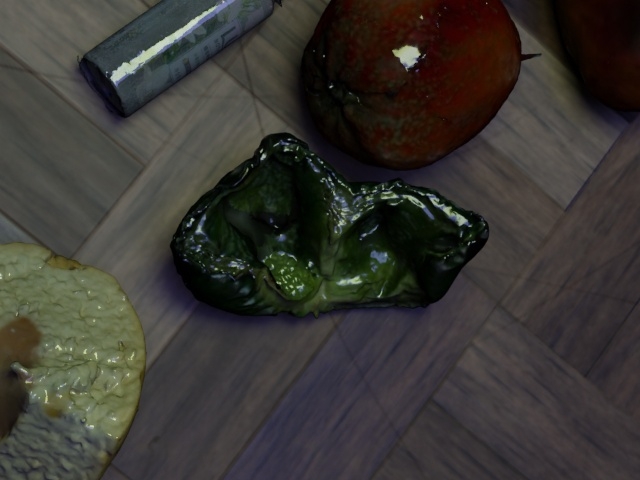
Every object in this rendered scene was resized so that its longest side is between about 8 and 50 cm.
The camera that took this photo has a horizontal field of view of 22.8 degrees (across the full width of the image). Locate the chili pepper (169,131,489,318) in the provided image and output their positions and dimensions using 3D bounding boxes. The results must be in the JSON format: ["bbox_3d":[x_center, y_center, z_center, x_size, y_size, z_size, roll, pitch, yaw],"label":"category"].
[{"bbox_3d":[-0.004,-0.006,1.370,0.264,0.148,0.116,-1,56,-16],"label":"chili pepper"}]

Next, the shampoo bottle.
[{"bbox_3d":[-0.104,-0.191,1.376,0.214,0.072,0.072,-37,97,-15],"label":"shampoo bottle"}]

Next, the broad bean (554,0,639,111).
[{"bbox_3d":[0.290,-0.232,1.451,0.122,0.156,0.228,2,79,-55],"label":"broad bean"}]

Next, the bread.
[{"bbox_3d":[-0.245,0.120,1.314,0.183,0.224,0.211,26,38,-7],"label":"bread"}]

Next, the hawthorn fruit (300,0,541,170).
[{"bbox_3d":[0.097,-0.156,1.390,0.235,0.181,0.181,-14,91,-36],"label":"hawthorn fruit"}]
